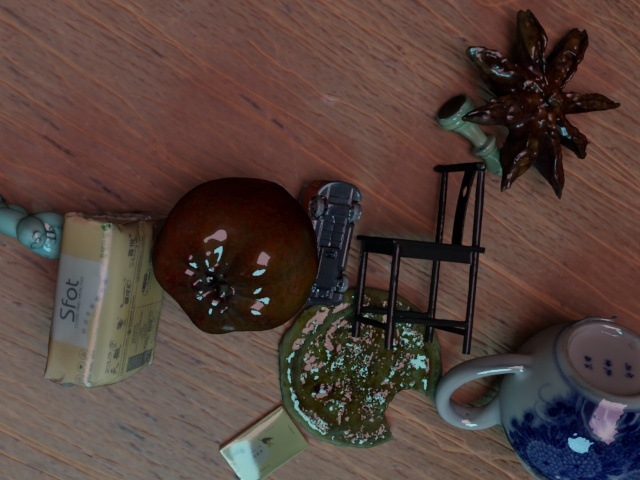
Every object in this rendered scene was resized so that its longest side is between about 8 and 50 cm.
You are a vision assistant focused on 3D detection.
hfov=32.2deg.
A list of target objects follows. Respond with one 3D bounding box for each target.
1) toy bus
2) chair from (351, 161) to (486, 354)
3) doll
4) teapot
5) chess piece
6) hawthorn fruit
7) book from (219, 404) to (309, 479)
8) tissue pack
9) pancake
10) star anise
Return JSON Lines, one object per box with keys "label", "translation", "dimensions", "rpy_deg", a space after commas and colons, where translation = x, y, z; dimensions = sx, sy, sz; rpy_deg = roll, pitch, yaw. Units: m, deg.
{"label": "toy bus", "translation": [0.000, 0.000, 1.536], "dimensions": [0.079, 0.077, 0.174], "rpy_deg": [7, 97, -31]}
{"label": "chair", "translation": [0.138, 0.015, 1.517], "dimensions": [0.141, 0.154, 0.260], "rpy_deg": [5, 90, -19]}
{"label": "doll", "translation": [-0.387, -0.024, 1.390], "dimensions": [0.158, 0.159, 0.059], "rpy_deg": [20, 92, -18]}
{"label": "teapot", "translation": [0.375, 0.260, 1.612], "dimensions": [0.424, 0.252, 0.280], "rpy_deg": [12, 133, -3]}
{"label": "chess piece", "translation": [0.233, -0.141, 1.590], "dimensions": [0.059, 0.059, 0.149], "rpy_deg": [-47, 112, -3]}
{"label": "hawthorn fruit", "translation": [-0.100, -0.001, 1.436], "dimensions": [0.208, 0.248, 0.208], "rpy_deg": [7, 126, 9]}
{"label": "book", "translation": [-0.080, 0.299, 1.599], "dimensions": [0.111, 0.014, 0.077], "rpy_deg": [-35, 105, -7]}
{"label": "tissue pack", "translation": [-0.269, 0.071, 1.425], "dimensions": [0.090, 0.186, 0.222], "rpy_deg": [13, 99, 18]}
{"label": "pancake", "translation": [0.057, 0.183, 1.604], "dimensions": [0.253, 0.037, 0.254], "rpy_deg": [-3, 100, -15]}
{"label": "star anise", "translation": [0.311, -0.187, 1.567], "dimensions": [0.288, 0.088, 0.288], "rpy_deg": [-2, 94, -34]}
